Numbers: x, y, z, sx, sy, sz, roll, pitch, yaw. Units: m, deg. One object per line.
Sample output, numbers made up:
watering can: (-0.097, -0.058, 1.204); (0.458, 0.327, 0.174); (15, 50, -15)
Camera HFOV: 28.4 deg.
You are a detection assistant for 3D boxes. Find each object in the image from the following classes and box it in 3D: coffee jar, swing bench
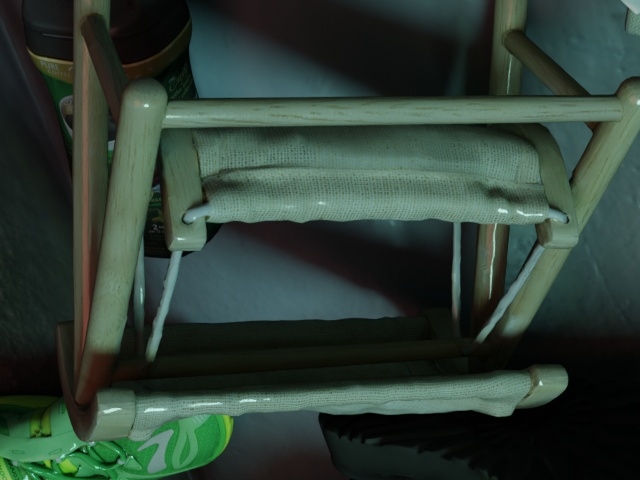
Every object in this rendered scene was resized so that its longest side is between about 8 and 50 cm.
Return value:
coffee jar: (-0.118, -0.082, 0.782); (0.096, 0.079, 0.184); (9, 132, 21)
swing bench: (0.000, 0.000, 0.667); (0.253, 0.165, 0.255); (-2, 123, -18)

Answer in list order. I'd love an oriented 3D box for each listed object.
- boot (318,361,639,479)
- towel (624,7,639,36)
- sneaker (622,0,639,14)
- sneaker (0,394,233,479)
boot: (0.157, 0.220, 0.769); (0.348, 0.131, 0.260); (8, 120, 53)
towel: (0.313, -0.204, 0.550); (0.312, 0.056, 0.324); (16, 121, 13)
sneaker: (0.186, -0.127, 0.564); (0.235, 0.090, 0.095); (41, 109, -7)
sneaker: (-0.186, 0.162, 0.943); (0.295, 0.123, 0.109); (-21, 106, 33)
